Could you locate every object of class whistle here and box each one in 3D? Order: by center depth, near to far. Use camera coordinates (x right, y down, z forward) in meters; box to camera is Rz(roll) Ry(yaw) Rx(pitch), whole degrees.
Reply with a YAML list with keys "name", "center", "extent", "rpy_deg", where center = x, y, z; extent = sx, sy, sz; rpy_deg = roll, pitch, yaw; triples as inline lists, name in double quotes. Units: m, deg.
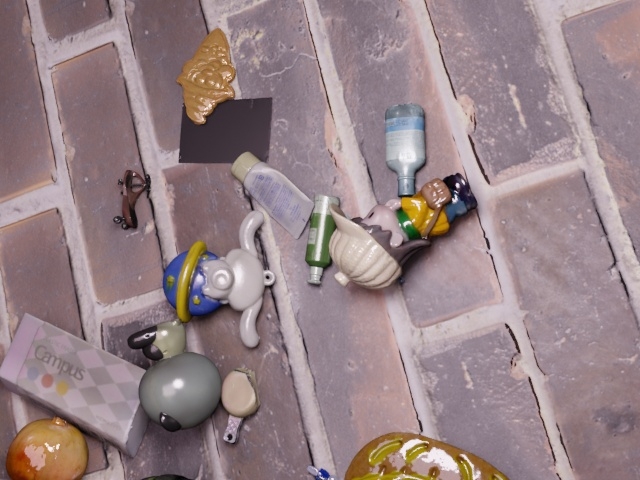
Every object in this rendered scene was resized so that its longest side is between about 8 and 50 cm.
- name: "whistle"
  center: [0.007, 0.521, 1.871]
  extent: [0.083, 0.029, 0.033]
  rpy_deg: [27, 106, 13]

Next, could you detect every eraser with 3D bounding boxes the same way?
- name: "eraser"
  center: [-0.586, 0.345, 2.056]
  extent: [0.397, 0.082, 0.213]
  rpy_deg: [21, 87, 19]

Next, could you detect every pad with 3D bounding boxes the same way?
- name: "pad"
  center: [-0.235, -0.269, 2.089]
  extent: [0.243, 0.004, 0.164]
  rpy_deg: [1, 81, 18]

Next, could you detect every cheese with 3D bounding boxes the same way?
- name: "cheese"
  center: [-0.181, 0.376, 1.942]
  extent: [0.092, 0.047, 0.171]
  rpy_deg: [-8, 78, 19]

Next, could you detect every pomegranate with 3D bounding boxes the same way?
- name: "pomegranate"
  center: [-0.638, 0.508, 2.000]
  extent: [0.191, 0.191, 0.191]
  rpy_deg: [-3, 80, 17]

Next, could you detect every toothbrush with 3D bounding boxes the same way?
- name: "toothbrush"
  center: [0.115, 0.016, 1.924]
  extent: [0.219, 0.019, 0.016]
  rpy_deg: [49, 132, 18]

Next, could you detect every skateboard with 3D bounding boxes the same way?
- name: "skateboard"
  center: [-0.463, -0.104, 2.108]
  extent: [0.080, 0.067, 0.151]
  rpy_deg: [-2, 76, 8]

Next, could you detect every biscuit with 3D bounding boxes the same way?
- name: "biscuit"
  center: [0.225, 0.592, 1.767]
  extent: [0.394, 0.070, 0.350]
  rpy_deg: [11, 85, 19]
- name: "biscuit"
  center: [-0.280, -0.410, 2.112]
  extent: [0.162, 0.035, 0.250]
  rpy_deg: [9, 81, 14]

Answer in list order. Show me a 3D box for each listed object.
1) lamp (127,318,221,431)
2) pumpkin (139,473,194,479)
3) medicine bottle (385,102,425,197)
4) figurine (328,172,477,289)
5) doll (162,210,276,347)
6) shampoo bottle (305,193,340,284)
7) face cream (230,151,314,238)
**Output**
- name: "lamp"
  center: [-0.326, 0.303, 1.909]
  extent: [0.197, 0.198, 0.244]
  rpy_deg: [-24, 84, 12]
- name: "pumpkin"
  center: [-0.340, 0.674, 1.840]
  extent: [0.323, 0.241, 0.323]
  rpy_deg: [-3, 80, 14]
- name: "medicine bottle"
  center: [0.192, -0.201, 1.917]
  extent: [0.090, 0.054, 0.208]
  rpy_deg: [-3, 82, 15]
- name: "figurine"
  center: [0.177, -0.012, 1.822]
  extent: [0.332, 0.185, 0.204]
  rpy_deg: [-14, 89, -4]
- name: "doll"
  center: [-0.233, 0.064, 1.951]
  extent: [0.242, 0.159, 0.311]
  rpy_deg: [14, 84, 20]
- name: "shampoo bottle"
  center: [0.000, 0.000, 1.943]
  extent: [0.065, 0.065, 0.204]
  rpy_deg: [6, 83, 18]
- name: "face cream"
  center: [-0.109, -0.112, 1.990]
  extent: [0.224, 0.070, 0.114]
  rpy_deg: [41, 129, 17]
